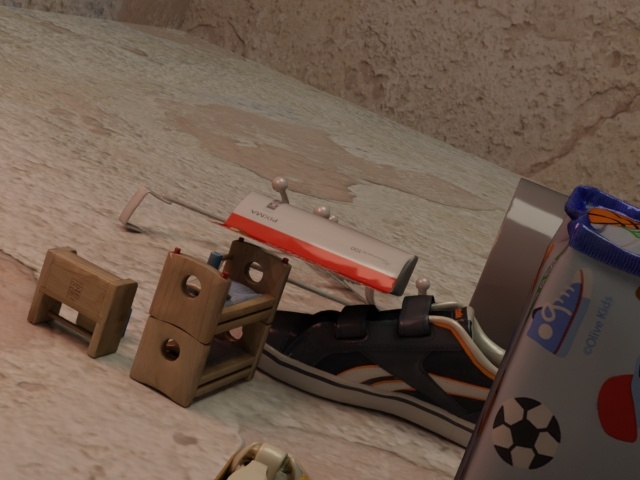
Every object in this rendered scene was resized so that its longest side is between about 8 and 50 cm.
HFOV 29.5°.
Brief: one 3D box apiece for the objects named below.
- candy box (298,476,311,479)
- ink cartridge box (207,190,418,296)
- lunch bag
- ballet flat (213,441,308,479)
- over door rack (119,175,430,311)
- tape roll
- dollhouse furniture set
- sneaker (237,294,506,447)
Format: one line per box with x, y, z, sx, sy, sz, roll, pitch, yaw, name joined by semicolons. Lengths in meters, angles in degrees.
-0.036;0.222;0.693;0.027;0.105;0.206;25;15;3;candy box
0.000;0.000;1.248;0.189;0.066;0.232;22;-5;9;ink cartridge box
0.301;0.180;0.862;0.385;0.328;0.239;20;16;8;lunch bag
-0.045;0.187;0.877;0.080;0.073;0.232;21;14;6;ballet flat
-0.047;0.000;1.502;0.324;0.108;0.239;9;17;-36;over door rack
0.245;0.034;1.535;0.072;0.219;0.219;21;14;8;tape roll
-0.149;0.047;1.143;0.183;0.129;0.129;25;15;21;dollhouse furniture set
0.081;0.109;1.237;0.321;0.127;0.126;19;16;2;sneaker
